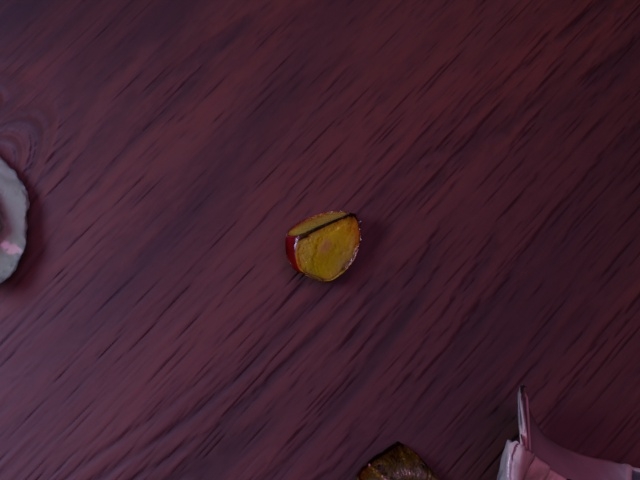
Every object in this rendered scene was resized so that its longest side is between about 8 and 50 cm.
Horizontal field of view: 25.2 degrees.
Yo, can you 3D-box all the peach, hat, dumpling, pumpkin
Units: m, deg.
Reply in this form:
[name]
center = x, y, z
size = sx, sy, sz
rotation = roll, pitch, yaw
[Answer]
[peach]
center = 0.000, 0.000, 1.516
size = 0.077, 0.050, 0.083
rotation = 28, 85, -25
[hat]
center = 0.235, 0.262, 1.417
size = 0.219, 0.226, 0.164
rotation = 33, 88, -10
[dumpling]
center = -0.397, -0.037, 1.453
size = 0.219, 0.152, 0.108
rotation = 46, 118, -8
[pumpkin]
center = 0.090, 0.262, 1.486
size = 0.073, 0.035, 0.101
rotation = -37, 82, -25
